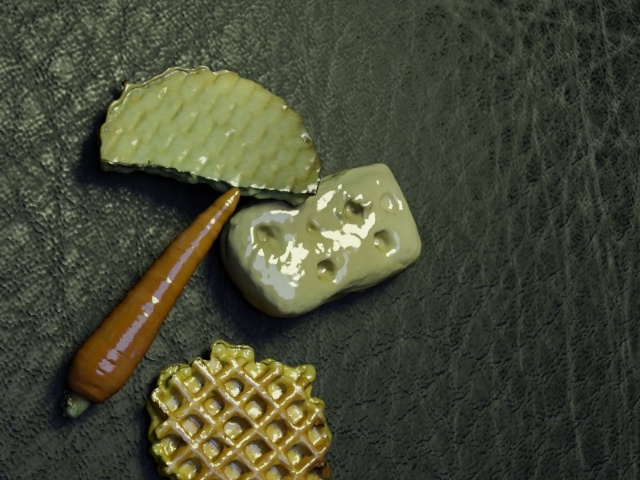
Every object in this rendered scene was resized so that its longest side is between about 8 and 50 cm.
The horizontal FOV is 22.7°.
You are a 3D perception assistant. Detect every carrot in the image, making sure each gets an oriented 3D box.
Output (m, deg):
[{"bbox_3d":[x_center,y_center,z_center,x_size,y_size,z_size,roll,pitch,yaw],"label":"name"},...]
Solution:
[{"bbox_3d":[-0.198,0.067,1.850,0.069,0.069,0.336,38,77,-16],"label":"carrot"}]

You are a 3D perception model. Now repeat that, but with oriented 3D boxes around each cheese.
[{"bbox_3d":[0.001,0.000,1.987,0.263,0.093,0.159,-21,88,-30],"label":"cheese"}]

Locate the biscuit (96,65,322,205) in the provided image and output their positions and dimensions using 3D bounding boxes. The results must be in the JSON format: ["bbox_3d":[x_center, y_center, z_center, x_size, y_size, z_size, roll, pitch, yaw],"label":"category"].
[{"bbox_3d":[-0.130,-0.135,1.943,0.274,0.036,0.187,12,55,-8],"label":"biscuit"}]

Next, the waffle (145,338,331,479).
[{"bbox_3d":[-0.097,0.239,1.905,0.238,0.059,0.243,5,74,-24],"label":"waffle"}]
